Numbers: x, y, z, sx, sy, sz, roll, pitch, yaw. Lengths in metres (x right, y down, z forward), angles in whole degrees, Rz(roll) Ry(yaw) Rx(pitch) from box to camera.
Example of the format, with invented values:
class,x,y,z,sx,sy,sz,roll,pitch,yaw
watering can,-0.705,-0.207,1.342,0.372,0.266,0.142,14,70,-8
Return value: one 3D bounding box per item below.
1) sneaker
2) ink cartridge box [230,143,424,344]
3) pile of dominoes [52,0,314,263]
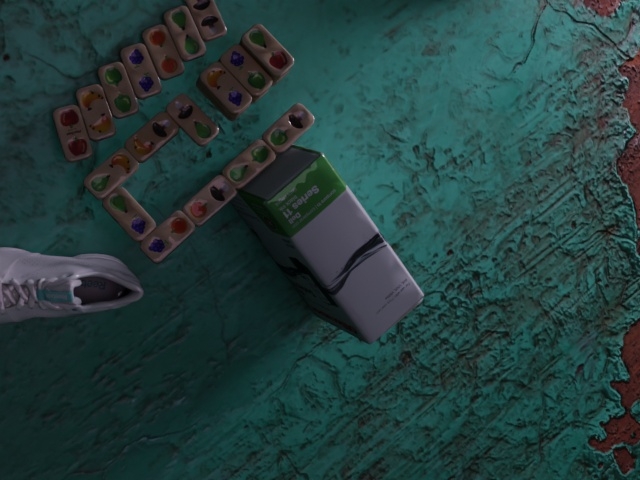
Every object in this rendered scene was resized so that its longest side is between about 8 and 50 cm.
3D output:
class,x,y,z,sx,sy,sz,roll,pitch,yaw
sneaker,-0.283,0.049,1.360,0.212,0.094,0.080,-6,102,-25
ink cartridge box,0.000,0.000,1.462,0.087,0.153,0.208,-42,113,-12
pile of dominoes,-0.143,-0.130,1.391,0.251,0.040,0.196,-43,90,-15
